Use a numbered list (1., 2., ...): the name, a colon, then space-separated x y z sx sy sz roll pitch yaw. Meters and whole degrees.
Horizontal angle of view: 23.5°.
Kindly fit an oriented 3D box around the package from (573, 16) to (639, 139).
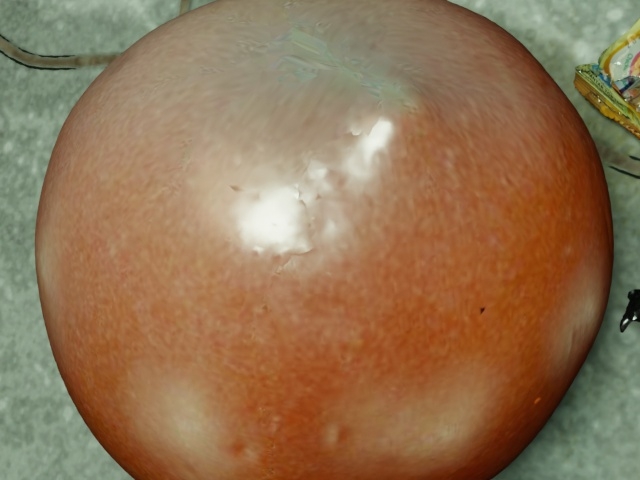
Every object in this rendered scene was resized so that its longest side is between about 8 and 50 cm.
1. package: 0.224 -0.104 0.914 0.121 0.031 0.108 -45 60 10

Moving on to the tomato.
1. tomato: 0.000 0.000 0.839 0.321 0.321 0.322 -8 72 26

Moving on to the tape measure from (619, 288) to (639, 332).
1. tape measure: 0.318 0.074 0.766 0.253 0.114 0.260 -34 66 16
